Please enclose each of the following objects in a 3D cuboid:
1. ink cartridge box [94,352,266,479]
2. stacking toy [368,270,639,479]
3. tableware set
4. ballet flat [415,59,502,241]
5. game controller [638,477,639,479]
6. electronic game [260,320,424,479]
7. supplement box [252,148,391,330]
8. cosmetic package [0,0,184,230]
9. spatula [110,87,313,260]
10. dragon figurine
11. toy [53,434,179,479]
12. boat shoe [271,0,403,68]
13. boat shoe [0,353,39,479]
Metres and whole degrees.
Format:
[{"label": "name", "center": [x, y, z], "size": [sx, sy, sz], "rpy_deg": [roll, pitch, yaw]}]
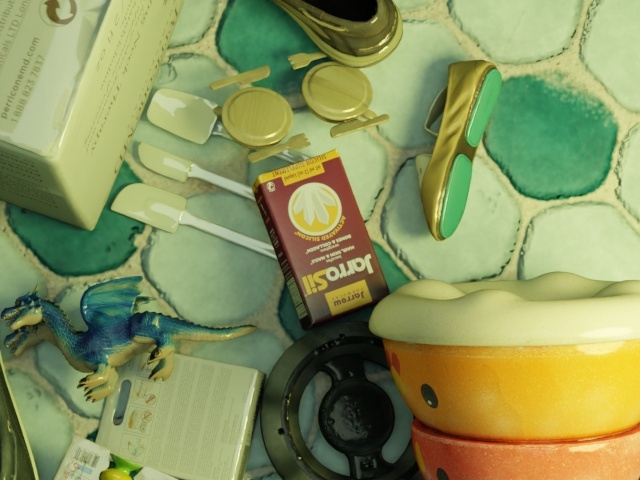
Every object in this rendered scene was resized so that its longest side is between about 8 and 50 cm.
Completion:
[{"label": "ink cartridge box", "center": [-0.166, 0.208, 1.943], "size": [0.179, 0.045, 0.145], "rpy_deg": [10, 80, 18]}, {"label": "stacking toy", "center": [0.235, 0.281, 1.824], "size": [0.350, 0.350, 0.480], "rpy_deg": [-2, 92, -3]}, {"label": "tableware set", "center": [-0.029, -0.159, 1.992], "size": [0.194, 0.039, 0.128], "rpy_deg": [-19, 63, -18]}, {"label": "ballet flat", "center": [0.156, -0.111, 1.996], "size": [0.073, 0.080, 0.232], "rpy_deg": [13, 76, 28]}, {"label": "game controller", "center": [0.495, 0.308, 1.910], "size": [0.319, 0.067, 0.166], "rpy_deg": [-21, 83, -17]}, {"label": "electronic game", "center": [0.042, 0.208, 1.936], "size": [0.229, 0.048, 0.229], "rpy_deg": [2, 78, -10]}, {"label": "supplement box", "center": [0.000, 0.000, 1.947], "size": [0.104, 0.081, 0.188], "rpy_deg": [-20, 85, -10]}, {"label": "cosmetic package", "center": [-0.362, -0.244, 1.823], "size": [0.327, 0.394, 0.329], "rpy_deg": [20, 80, 1]}, {"label": "spatula", "center": [-0.113, -0.073, 1.995], "size": [0.242, 0.019, 0.168], "rpy_deg": [20, 79, 1]}, {"label": "dragon figurine", "center": [-0.230, 0.094, 1.912], "size": [0.289, 0.085, 0.144], "rpy_deg": [-20, 67, -1]}, {"label": "toy", "center": [-0.268, 0.359, 1.893], "size": [0.137, 0.056, 0.237], "rpy_deg": [23, 84, 4]}, {"label": "boat shoe", "center": [-0.043, -0.355, 1.983], "size": [0.355, 0.130, 0.132], "rpy_deg": [36, 79, 9]}, {"label": "boat shoe", "center": [-0.462, 0.117, 1.880], "size": [0.187, 0.156, 0.500], "rpy_deg": [-23, 80, -4]}]
